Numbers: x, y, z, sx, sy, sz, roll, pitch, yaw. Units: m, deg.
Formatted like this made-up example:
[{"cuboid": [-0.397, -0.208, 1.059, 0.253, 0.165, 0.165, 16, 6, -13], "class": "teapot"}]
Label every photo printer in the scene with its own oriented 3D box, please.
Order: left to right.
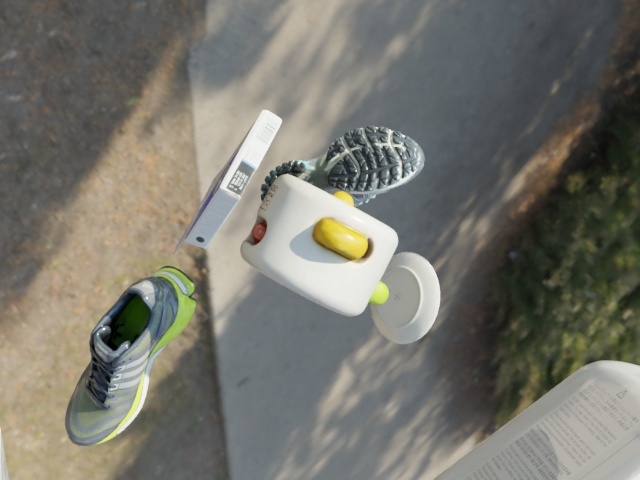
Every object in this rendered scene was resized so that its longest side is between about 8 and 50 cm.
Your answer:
[{"cuboid": [0.282, 0.265, 1.162, 0.307, 0.107, 0.256, -38, -163, 0], "class": "photo printer"}]

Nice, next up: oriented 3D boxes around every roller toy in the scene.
[{"cuboid": [0.000, 0.000, 1.427, 0.146, 0.191, 0.209, -62, 153, 1], "class": "roller toy"}]

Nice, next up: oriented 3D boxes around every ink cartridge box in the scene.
[{"cuboid": [-0.155, -0.088, 1.759, 0.208, 0.045, 0.206, -47, -165, 46], "class": "ink cartridge box"}]

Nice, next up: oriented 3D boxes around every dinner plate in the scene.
[{"cuboid": [0.123, 0.087, 1.614, 0.017, 0.141, 0.141, 10, 121, -43], "class": "dinner plate"}]

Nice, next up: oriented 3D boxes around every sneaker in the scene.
[{"cuboid": [-0.299, 0.169, 1.528, 0.300, 0.111, 0.121, -62, 159, 10], "class": "sneaker"}, {"cuboid": [0.047, -0.105, 1.736, 0.283, 0.110, 0.122, -14, 163, 26], "class": "sneaker"}]

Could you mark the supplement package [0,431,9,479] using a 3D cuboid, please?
[{"cuboid": [-0.534, 0.343, 1.367, 0.244, 0.134, 0.139, -3, 136, -13], "class": "supplement package"}]
